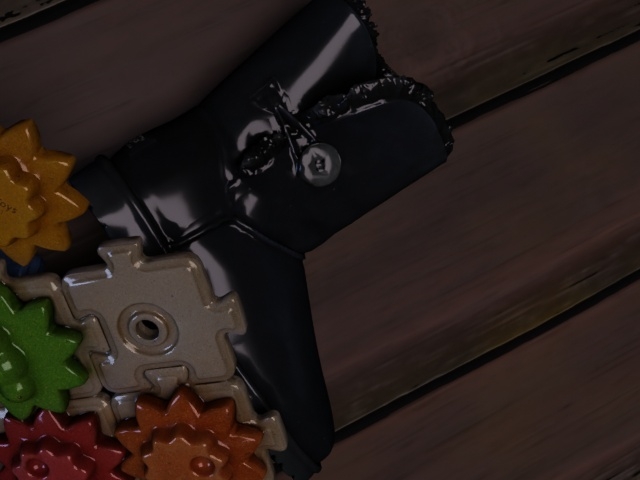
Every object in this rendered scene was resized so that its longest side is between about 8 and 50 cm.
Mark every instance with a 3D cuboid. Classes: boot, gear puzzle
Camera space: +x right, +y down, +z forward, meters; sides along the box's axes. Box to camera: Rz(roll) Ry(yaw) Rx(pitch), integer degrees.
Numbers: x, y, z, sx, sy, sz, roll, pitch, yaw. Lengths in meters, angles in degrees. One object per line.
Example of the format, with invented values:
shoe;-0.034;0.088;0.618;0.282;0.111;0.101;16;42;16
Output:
boot;0.000;0.000;0.670;0.207;0.094;0.246;-35;106;-8
gear puzzle;-0.118;0.085;0.601;0.176;0.044;0.338;-8;118;14

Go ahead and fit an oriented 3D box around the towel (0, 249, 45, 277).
towel;-0.220;0.017;0.621;0.119;0.029;0.067;24;91;-25
